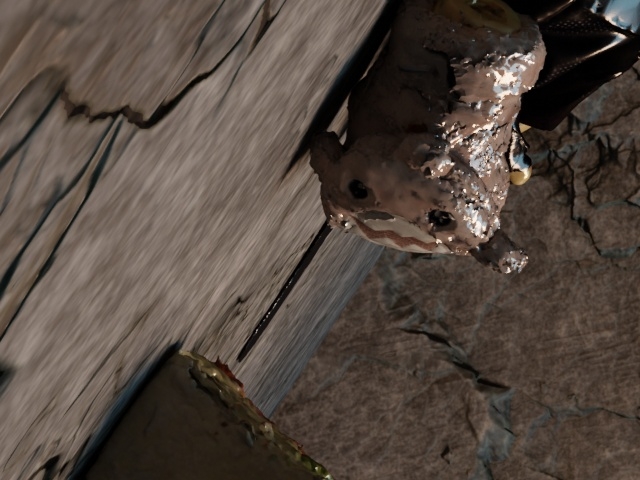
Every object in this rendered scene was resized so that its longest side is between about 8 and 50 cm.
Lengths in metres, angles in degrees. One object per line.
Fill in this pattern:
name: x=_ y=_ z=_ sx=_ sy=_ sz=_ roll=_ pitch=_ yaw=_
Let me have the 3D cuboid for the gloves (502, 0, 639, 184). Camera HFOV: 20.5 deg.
gloves: x=0.093 y=-0.087 z=0.961 sx=0.203 sy=0.124 sz=0.164 roll=-36 pitch=167 yaw=25

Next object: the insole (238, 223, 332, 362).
insole: x=-0.001 y=0.000 z=1.344 sx=0.232 sy=0.003 sz=0.080 roll=-57 pitch=176 yaw=16

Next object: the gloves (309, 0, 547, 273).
gloves: x=0.053 y=-0.053 z=0.863 sx=0.094 sy=0.110 sz=0.144 roll=-37 pitch=133 yaw=-56

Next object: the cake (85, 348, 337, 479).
cake: x=-0.027 y=0.160 z=0.873 sx=0.117 sy=0.220 sz=0.086 roll=-47 pitch=163 yaw=-4
